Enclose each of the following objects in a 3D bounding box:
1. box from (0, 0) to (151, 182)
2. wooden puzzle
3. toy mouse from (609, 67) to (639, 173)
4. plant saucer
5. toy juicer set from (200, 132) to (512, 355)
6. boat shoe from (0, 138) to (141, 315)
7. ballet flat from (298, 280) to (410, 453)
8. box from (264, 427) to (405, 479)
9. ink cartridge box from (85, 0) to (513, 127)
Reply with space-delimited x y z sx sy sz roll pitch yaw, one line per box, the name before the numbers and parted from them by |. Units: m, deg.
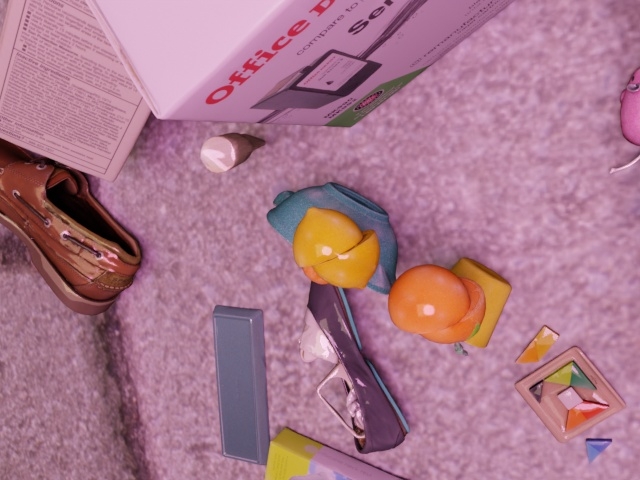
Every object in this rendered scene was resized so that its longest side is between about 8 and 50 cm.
box | -0.196 -0.210 0.549 0.147 0.121 0.311 25 136 -24
wooden puzzle | 0.224 0.141 0.541 0.116 0.014 0.079 46 115 12
toy mouse | 0.283 -0.119 0.453 0.161 0.031 0.143 -29 86 28
plant saucer | -0.095 0.173 0.703 0.067 0.018 0.192 2 101 26
toy juicer set | 0.000 0.000 0.516 0.328 0.209 0.090 33 103 16
boat shoe | -0.336 -0.055 0.738 0.307 0.110 0.104 46 112 1
ballet flat | 0.020 0.123 0.601 0.074 0.074 0.203 -25 91 28
box | 0.022 0.291 0.653 0.178 0.042 0.109 16 106 24
ink cartridge box | 0.010 -0.188 0.430 0.211 0.289 0.122 -34 83 27
